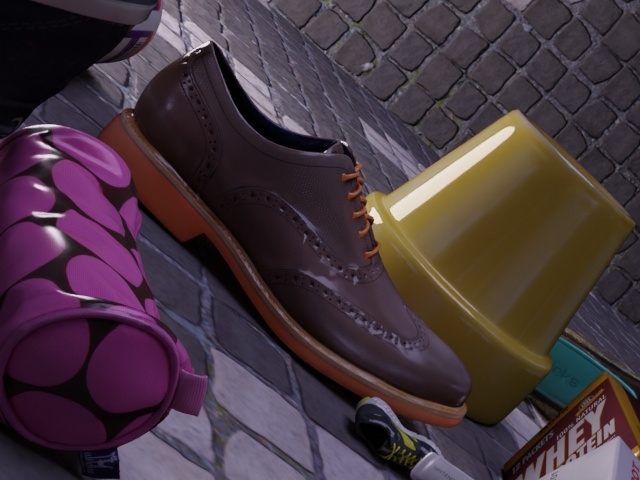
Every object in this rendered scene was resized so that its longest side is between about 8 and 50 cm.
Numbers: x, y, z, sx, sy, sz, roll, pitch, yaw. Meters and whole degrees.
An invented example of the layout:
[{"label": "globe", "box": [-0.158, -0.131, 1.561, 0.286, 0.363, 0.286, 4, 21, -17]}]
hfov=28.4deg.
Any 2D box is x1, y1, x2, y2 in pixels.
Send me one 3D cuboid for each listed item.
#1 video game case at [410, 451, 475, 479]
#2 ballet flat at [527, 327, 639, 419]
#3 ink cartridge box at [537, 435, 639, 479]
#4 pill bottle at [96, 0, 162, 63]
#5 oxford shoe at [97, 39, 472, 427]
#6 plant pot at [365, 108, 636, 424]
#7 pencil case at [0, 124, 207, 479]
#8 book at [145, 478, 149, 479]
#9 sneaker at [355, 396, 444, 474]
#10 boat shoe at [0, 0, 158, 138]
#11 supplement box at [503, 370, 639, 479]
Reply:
[{"label": "video game case", "box": [0.147, 0.219, 0.697, 0.183, 0.023, 0.201, 30, -23, 46]}, {"label": "ballet flat", "box": [0.365, 0.216, 1.427, 0.348, 0.123, 0.123, 38, 9, 25]}, {"label": "ink cartridge box", "box": [0.228, 0.254, 0.874, 0.190, 0.082, 0.139, 50, 27, -8]}, {"label": "pill bottle", "box": [-0.207, -0.201, 1.057, 0.108, 0.108, 0.193, 44, 12, 0]}, {"label": "oxford shoe", "box": [0.000, 0.000, 0.984, 0.364, 0.133, 0.130, 42, 12, -7]}, {"label": "plant pot", "box": [0.167, 0.011, 1.244, 0.254, 0.239, 0.254, 41, 13, -12]}, {"label": "pencil case", "box": [-0.122, 0.018, 0.639, 0.098, 0.095, 0.209, 2, 30, -18]}, {"label": "book", "box": [-0.030, 0.176, 0.540, 0.096, 0.035, 0.144, 34, 15, -50]}, {"label": "sneaker", "box": [0.055, 0.151, 0.915, 0.083, 0.031, 0.035, 40, 25, 2]}, {"label": "boat shoe", "box": [-0.292, -0.149, 0.526, 0.500, 0.156, 0.186, 13, 35, -46]}, {"label": "supplement box", "box": [0.270, 0.243, 1.047, 0.194, 0.129, 0.191, 42, 13, -6]}]
